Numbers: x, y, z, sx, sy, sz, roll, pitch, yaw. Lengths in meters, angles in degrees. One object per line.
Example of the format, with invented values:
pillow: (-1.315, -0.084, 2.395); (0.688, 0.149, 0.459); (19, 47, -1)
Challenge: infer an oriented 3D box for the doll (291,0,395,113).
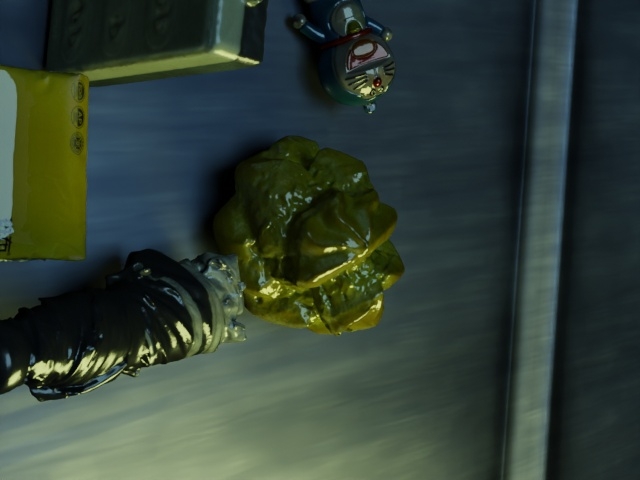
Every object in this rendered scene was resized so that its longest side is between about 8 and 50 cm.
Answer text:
doll: (0.033, -0.214, 1.355); (0.114, 0.085, 0.152); (-21, 98, -20)

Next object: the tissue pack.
tissue pack: (-0.266, -0.063, 1.046); (0.120, 0.082, 0.169); (1, 91, -45)

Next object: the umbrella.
umbrella: (-0.191, 0.073, 1.077); (0.357, 0.106, 0.113); (-11, 105, -62)

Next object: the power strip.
power strip: (-0.143, -0.196, 1.042); (0.070, 0.256, 0.105); (7, 86, -46)

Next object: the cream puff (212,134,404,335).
cream puff: (-0.004, 0.003, 1.261); (0.195, 0.194, 0.221); (-48, 121, -34)
